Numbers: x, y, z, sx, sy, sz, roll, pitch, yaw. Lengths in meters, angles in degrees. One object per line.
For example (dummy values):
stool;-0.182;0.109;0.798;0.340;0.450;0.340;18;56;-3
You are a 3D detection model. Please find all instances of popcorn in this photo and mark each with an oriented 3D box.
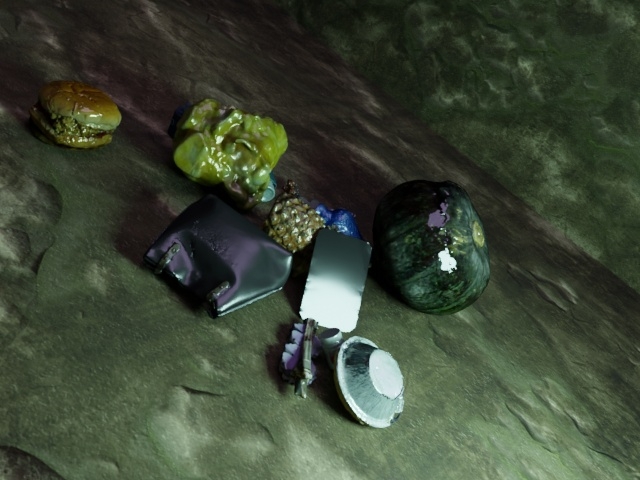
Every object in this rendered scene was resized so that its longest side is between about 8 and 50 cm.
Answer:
popcorn;-0.296;-0.283;2.046;0.334;0.292;0.293;23;17;-1

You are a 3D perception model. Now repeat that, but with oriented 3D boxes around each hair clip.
hair clip;-0.043;0.276;1.606;0.106;0.084;0.292;25;24;-6
hair clip;0.025;-0.078;2.222;0.257;0.075;0.146;9;53;-24

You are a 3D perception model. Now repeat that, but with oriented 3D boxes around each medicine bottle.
medicine bottle;0.036;0.274;1.650;0.058;0.058;0.091;-52;128;-61
medicine bottle;-0.219;-0.234;2.220;0.124;0.079;0.258;17;32;-30

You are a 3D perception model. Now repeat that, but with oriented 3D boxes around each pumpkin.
pumpkin;0.349;0.020;2.074;0.454;0.344;0.454;43;37;-45

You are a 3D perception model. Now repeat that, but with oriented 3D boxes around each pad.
pad;0.045;0.112;1.815;0.181;0.267;0.004;18;-13;-22

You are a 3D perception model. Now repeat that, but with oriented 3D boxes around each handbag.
handbag;-0.270;0.054;1.673;0.342;0.152;0.288;36;40;15

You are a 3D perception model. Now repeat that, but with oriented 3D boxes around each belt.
belt;-0.410;-0.376;2.209;0.218;0.128;0.122;36;29;11

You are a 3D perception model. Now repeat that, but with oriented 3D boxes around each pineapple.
pineapple;0.000;0.000;1.875;0.341;0.169;0.169;29;29;-7

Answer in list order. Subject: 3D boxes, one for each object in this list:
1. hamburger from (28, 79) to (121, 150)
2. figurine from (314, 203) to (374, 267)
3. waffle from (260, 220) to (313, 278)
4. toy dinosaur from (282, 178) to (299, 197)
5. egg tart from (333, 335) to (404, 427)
hamburger;-0.706;-0.368;1.883;0.244;0.163;0.244;21;31;-14
figurine;0.080;-0.022;2.090;0.262;0.121;0.164;40;19;-11
waffle;-0.093;0.024;1.959;0.229;0.057;0.219;35;30;3
toy dinosaur;-0.100;-0.160;2.251;0.055;0.049;0.154;29;36;-36
egg tart;0.129;0.339;1.590;0.234;0.094;0.234;28;44;-32
